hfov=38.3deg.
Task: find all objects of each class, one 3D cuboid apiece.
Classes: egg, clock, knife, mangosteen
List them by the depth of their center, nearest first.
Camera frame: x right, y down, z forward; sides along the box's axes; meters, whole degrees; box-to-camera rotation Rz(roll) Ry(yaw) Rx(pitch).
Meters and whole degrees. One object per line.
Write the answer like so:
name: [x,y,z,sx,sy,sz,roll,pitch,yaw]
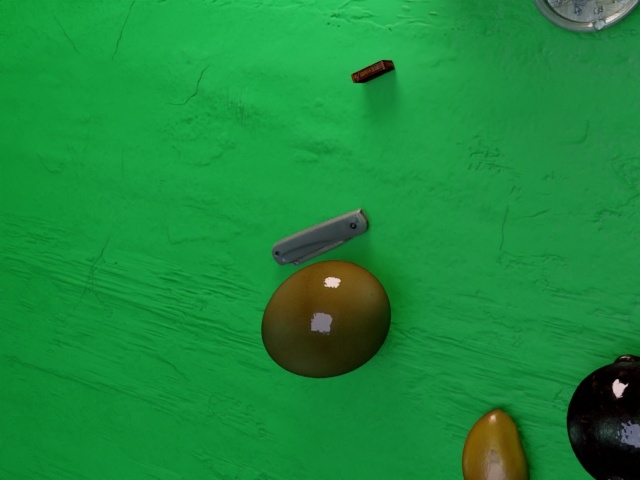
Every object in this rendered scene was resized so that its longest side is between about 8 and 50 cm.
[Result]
mangosteen: [0.599,0.334,1.706,0.288,0.288,0.288,6,103,30]
clock: [0.503,-0.505,1.713,0.236,0.053,0.236,5,99,31]
egg: [0.006,0.177,2.025,0.322,0.250,0.250,-26,85,37]
knife: [-0.001,-0.003,2.120,0.265,0.040,0.073,-24,98,32]

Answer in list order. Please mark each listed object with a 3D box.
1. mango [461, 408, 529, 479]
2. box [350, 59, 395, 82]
mango: [0.371,0.467,1.952,0.145,0.112,0.219,-3,86,31]
box: [0.112,-0.362,1.974,0.082,0.051,0.023,-20,87,32]
